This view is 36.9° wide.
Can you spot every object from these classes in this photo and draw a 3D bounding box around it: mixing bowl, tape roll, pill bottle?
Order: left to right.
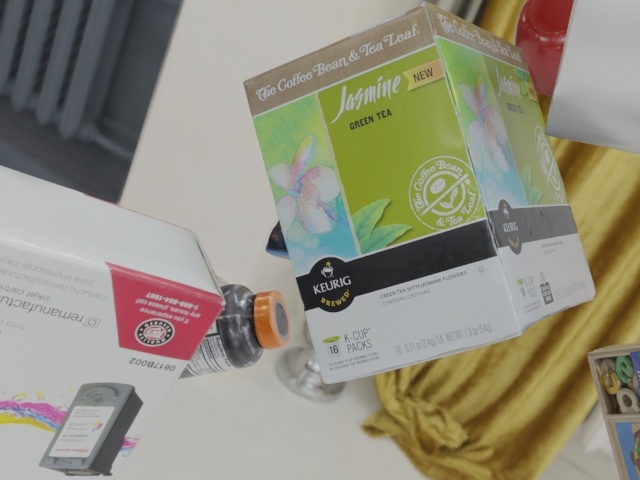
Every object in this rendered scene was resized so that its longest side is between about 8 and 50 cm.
[{"bbox_3d":[-0.172,0.139,1.461,0.245,0.131,0.130,-11,21,15],"label":"pill bottle"},{"bbox_3d":[0.355,-0.309,1.381,0.181,0.181,0.098,41,0,34],"label":"mixing bowl"},{"bbox_3d":[0.285,-0.226,0.877,0.100,0.286,0.286,13,24,12],"label":"tape roll"}]

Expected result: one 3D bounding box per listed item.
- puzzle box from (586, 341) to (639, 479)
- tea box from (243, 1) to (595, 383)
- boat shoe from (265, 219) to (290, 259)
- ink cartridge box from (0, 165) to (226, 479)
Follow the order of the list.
[{"bbox_3d":[0.504,0.327,1.240,0.052,0.272,0.409,-11,84,-28],"label":"puzzle box"},{"bbox_3d":[0.121,-0.047,1.045,0.329,0.219,0.324,-7,80,-63],"label":"tea box"},{"bbox_3d":[0.000,0.000,1.841,0.258,0.089,0.109,10,-8,30],"label":"boat shoe"},{"bbox_3d":[-0.261,0.110,0.864,0.226,0.306,0.131,18,23,-35],"label":"ink cartridge box"}]
